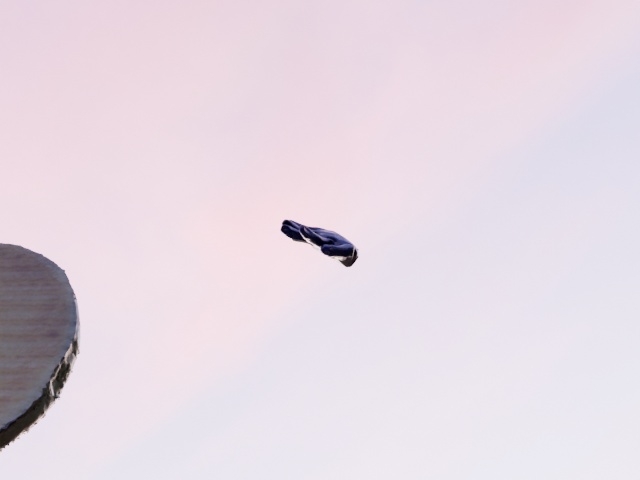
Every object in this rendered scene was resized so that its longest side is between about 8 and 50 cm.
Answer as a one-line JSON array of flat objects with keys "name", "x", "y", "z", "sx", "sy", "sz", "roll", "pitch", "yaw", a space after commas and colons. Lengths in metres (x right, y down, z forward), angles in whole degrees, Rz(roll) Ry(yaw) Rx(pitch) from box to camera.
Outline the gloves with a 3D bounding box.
[{"name": "gloves", "x": 0.000, "y": 0.000, "z": 1.858, "sx": 0.086, "sy": 0.064, "sz": 0.026, "roll": 27, "pitch": -86, "yaw": -19}]

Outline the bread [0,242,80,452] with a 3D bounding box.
[{"name": "bread", "x": -0.320, "y": 0.103, "z": 1.565, "sx": 0.267, "sy": 0.267, "sz": 0.040, "roll": -30, "pitch": -48, "yaw": -15}]
